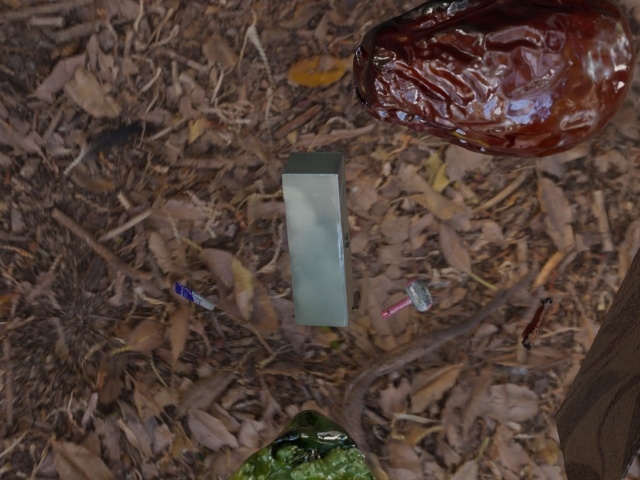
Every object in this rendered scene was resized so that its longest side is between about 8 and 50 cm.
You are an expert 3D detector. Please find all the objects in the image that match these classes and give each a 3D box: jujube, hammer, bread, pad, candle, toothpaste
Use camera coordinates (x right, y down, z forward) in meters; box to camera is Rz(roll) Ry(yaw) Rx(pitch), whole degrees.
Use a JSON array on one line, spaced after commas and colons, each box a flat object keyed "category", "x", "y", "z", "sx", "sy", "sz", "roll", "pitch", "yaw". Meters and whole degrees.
[{"category": "jujube", "x": 0.148, "y": -0.151, "z": 0.737, "sx": 0.236, "sy": 0.168, "sz": 0.168, "roll": -2, "pitch": 85, "yaw": -2}, {"category": "hammer", "x": 0.126, "y": 0.094, "z": 1.264, "sx": 0.083, "sy": 0.031, "sz": 0.053, "roll": -32, "pitch": 88, "yaw": 18}, {"category": "bread", "x": -0.063, "y": 0.415, "z": 1.228, "sx": 0.251, "sy": 0.376, "sz": 0.208, "roll": -29, "pitch": 75, "yaw": -40}, {"category": "pad", "x": 0.266, "y": 0.114, "z": 0.751, "sx": 0.004, "sy": 0.330, "sz": 0.220, "roll": 25, "pitch": 99, "yaw": 9}, {"category": "candle", "x": 0.410, "y": 0.150, "z": 1.591, "sx": 0.026, "sy": 0.021, "sz": 0.167, "roll": 25, "pitch": 37, "yaw": 16}, {"category": "toothpaste", "x": -0.220, "y": 0.097, "z": 1.452, "sx": 0.083, "sy": 0.024, "sz": 0.015, "roll": 26, "pitch": 36, "yaw": 23}]

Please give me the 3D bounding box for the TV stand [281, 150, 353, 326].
[{"category": "TV stand", "x": 0.000, "y": 0.000, "z": 1.296, "sx": 0.088, "sy": 0.083, "sz": 0.270, "roll": 2, "pitch": 122, "yaw": 10}]
